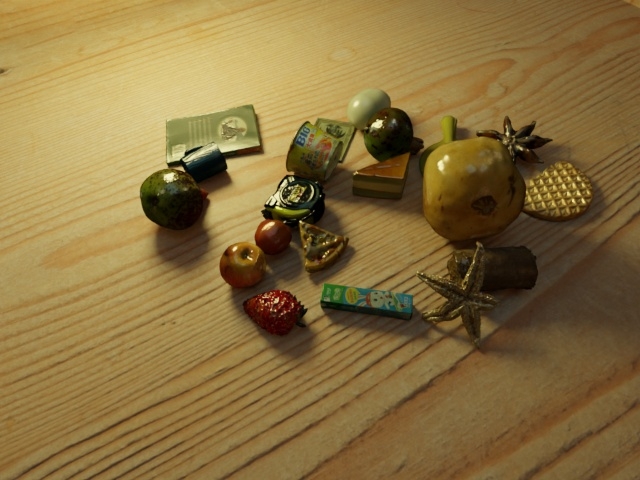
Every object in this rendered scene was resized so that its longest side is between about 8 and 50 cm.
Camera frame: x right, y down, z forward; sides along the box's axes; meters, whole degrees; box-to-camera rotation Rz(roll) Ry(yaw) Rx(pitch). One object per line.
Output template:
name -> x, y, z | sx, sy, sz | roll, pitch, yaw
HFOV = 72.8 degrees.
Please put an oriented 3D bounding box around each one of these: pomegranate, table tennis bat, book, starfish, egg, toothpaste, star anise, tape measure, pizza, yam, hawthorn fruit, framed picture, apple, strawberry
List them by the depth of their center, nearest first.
starfish -> 0.382, 0.148, 1.212 | 0.232, 0.048, 0.294 | 4, 97, 17
strawberry -> -0.131, 0.195, 1.258 | 0.140, 0.085, 0.192 | -37, 59, -20
toothpaste -> 0.136, 0.180, 1.277 | 0.267, 0.050, 0.065 | 7, 57, 8
yam -> 0.500, 0.086, 1.286 | 0.239, 0.127, 0.129 | -4, 20, -7
apple -> -0.238, 0.072, 1.323 | 0.147, 0.146, 0.146 | -1, 54, 1
pomegranate -> 0.461, -0.162, 1.354 | 0.333, 0.332, 0.332 | -1, 54, 1
pizza -> 0.000, 0.000, 1.385 | 0.185, 0.036, 0.176 | -26, 85, -23
hawthorn fruit -> -0.157, -0.010, 1.392 | 0.128, 0.128, 0.127 | -1, 54, 1
pomegranate -> -0.475, -0.140, 1.472 | 0.214, 0.214, 0.248 | 30, 23, 22
tape measure -> -0.077, -0.122, 1.473 | 0.186, 0.112, 0.199 | 18, 62, 23
pomegranate -> 0.274, -0.379, 1.606 | 0.248, 0.202, 0.202 | 9, 50, -24
star anise -> 0.707, -0.357, 1.629 | 0.289, 0.088, 0.287 | -7, 59, 12
table tennis bat -> 0.489, -0.338, 1.647 | 0.225, 0.054, 0.368 | 1, 56, 11
egg -> 0.197, -0.526, 1.732 | 0.209, 0.151, 0.151 | -35, 60, -27
framed picture -> 0.035, -0.407, 1.737 | 0.173, 0.010, 0.231 | 12, 55, 11
book -> -0.436, -0.427, 1.755 | 0.372, 0.043, 0.260 | -10, 56, -4

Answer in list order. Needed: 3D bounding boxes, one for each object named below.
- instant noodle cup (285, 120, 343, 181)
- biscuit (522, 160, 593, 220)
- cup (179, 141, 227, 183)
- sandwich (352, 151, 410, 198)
instant noodle cup -> -0.017, -0.309, 1.568 | 0.153, 0.205, 0.204 | 27, 59, 8
biscuit -> 0.830, -0.165, 1.510 | 0.309, 0.040, 0.204 | -32, 59, -20
cup -> -0.440, -0.288, 1.617 | 0.138, 0.113, 0.150 | -31, 29, -17
sandwich -> 0.216, -0.236, 1.541 | 0.188, 0.117, 0.144 | 7, 52, 10
